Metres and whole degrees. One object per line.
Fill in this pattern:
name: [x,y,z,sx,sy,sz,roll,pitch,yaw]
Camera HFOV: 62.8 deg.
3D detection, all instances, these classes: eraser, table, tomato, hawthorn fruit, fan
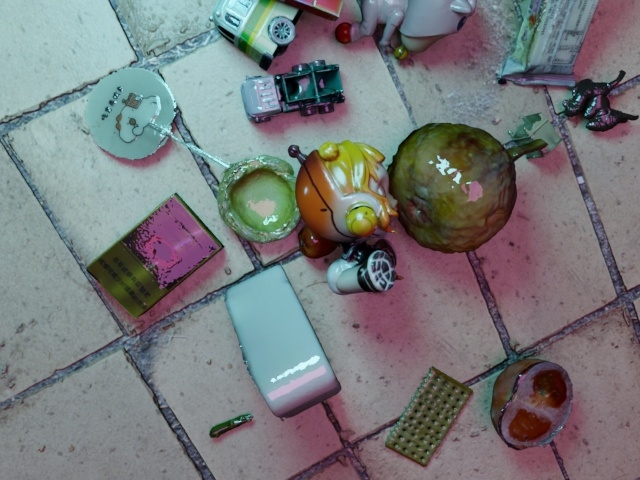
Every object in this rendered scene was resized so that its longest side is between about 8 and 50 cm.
eraser: [-0.083,0.208,1.109,0.150,0.331,0.331,-28,101,-6]
table: [0.491,-0.240,1.206,0.062,0.079,0.083,-42,100,-3]
tomato: [0.502,0.388,1.281,0.199,0.112,0.228,29,92,-19]
hawthorn fruit: [0.000,0.000,1.165,0.093,0.081,0.081,-9,100,-27]
fan: [-0.329,-0.228,1.073,0.329,0.009,0.190,31,91,1]

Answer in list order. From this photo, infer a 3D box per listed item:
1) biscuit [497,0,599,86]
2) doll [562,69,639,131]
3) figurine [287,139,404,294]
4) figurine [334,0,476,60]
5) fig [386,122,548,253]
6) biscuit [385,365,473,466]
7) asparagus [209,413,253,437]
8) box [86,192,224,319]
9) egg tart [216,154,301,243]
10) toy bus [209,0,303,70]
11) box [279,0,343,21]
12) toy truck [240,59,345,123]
biscuit: [0.507,-0.482,1.126,0.186,0.079,0.309,-3,130,-7]
doll: [0.651,-0.317,1.232,0.165,0.057,0.139,-22,102,-5]
figurine: [0.058,-0.058,1.055,0.196,0.320,0.323,-15,91,8]
figurine: [0.176,-0.486,1.102,0.287,0.176,0.186,2,140,6]
fig: [0.337,-0.133,1.120,0.369,0.286,0.286,-21,101,-20]
biscuit: [0.268,0.439,1.299,0.139,0.016,0.231,32,92,-13]
asparagus: [-0.205,0.429,1.216,0.108,0.021,0.025,-22,105,-6]
box: [-0.347,0.033,1.114,0.240,0.071,0.159,-40,100,-1]
egg tart: [-0.128,-0.087,1.128,0.197,0.078,0.197,-1,100,-8]
toy bus: [-0.090,-0.502,1.045,0.165,0.133,0.276,29,91,-14]
box: [-0.035,-0.490,0.964,0.175,0.048,0.112,15,96,-13]
toy truck: [-0.054,-0.312,1.087,0.216,0.116,0.110,-13,100,-7]
